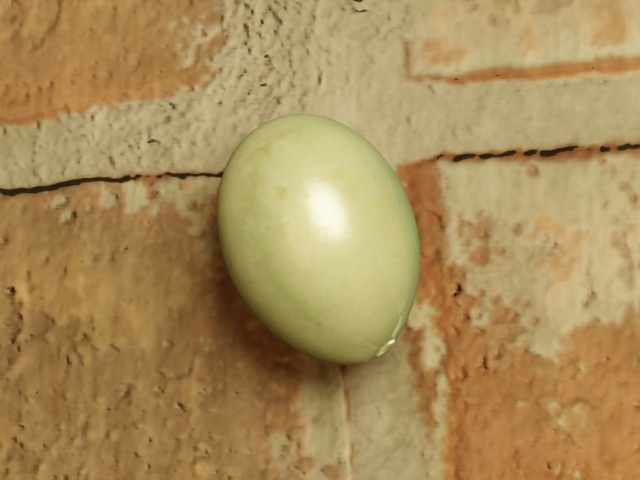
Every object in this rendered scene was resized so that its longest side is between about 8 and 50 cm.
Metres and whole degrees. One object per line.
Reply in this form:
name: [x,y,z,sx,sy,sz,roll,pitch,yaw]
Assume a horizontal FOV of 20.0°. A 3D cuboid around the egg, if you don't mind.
egg: [0.000,0.000,1.062,0.114,0.114,0.152,-24,89,14]
